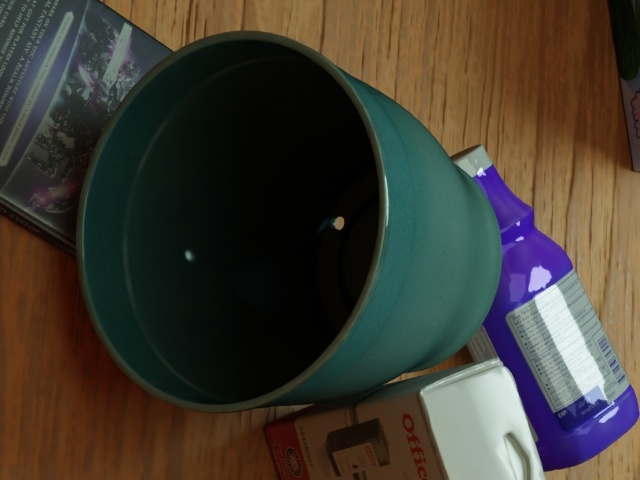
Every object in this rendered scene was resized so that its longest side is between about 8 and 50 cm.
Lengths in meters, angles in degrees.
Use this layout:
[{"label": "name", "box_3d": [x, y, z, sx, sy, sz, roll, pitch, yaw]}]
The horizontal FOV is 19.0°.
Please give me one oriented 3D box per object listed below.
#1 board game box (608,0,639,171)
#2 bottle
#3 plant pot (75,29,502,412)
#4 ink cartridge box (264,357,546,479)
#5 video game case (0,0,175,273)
[{"label": "board game box", "box_3d": [0.396, -0.251, 1.764, 0.066, 0.318, 0.318, 0, 77, -35]}, {"label": "bottle", "box_3d": [0.172, 0.056, 1.659, 0.118, 0.092, 0.283, -32, 97, -38]}, {"label": "plant pot", "box_3d": [0.000, 0.000, 1.446, 0.255, 0.271, 0.272, 12, 70, -56]}, {"label": "ink cartridge box", "box_3d": [0.069, 0.190, 1.467, 0.092, 0.218, 0.158, -17, 88, -38]}, {"label": "video game case", "box_3d": [-0.218, -0.112, 1.461, 0.274, 0.026, 0.196, 34, 60, -26]}]
